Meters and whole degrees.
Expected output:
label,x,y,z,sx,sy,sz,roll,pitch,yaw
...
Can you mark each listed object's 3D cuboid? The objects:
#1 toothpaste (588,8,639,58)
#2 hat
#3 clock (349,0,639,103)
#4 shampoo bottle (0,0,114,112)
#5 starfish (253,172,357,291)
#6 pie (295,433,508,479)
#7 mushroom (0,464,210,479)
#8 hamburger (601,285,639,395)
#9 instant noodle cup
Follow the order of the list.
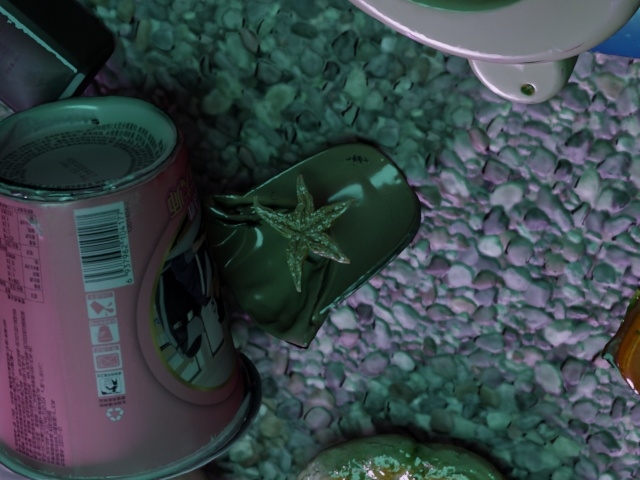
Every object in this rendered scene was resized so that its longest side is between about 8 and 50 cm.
label,x,y,z,sx,sy,sz,roll,pitch,yaw
toothpaste,0.235,-0.177,1.424,0.320,0.066,0.076,9,116,13
hat,0.000,0.000,1.585,0.175,0.085,0.147,-30,85,4
clock,0.099,-0.254,1.310,0.309,0.114,0.284,37,132,-10
shampoo bottle,-0.287,-0.201,1.569,0.246,0.079,0.080,40,118,-3
starfish,-0.015,-0.006,1.536,0.092,0.016,0.086,26,89,1
pie,0.078,0.270,1.685,0.240,0.054,0.240,7,117,13
mushroom,-0.233,0.205,1.710,0.397,0.126,0.177,16,107,5
hamburger,0.315,0.080,1.503,0.166,0.087,0.137,31,118,0
instant noodle cup,-0.174,0.031,1.539,0.244,0.244,0.255,5,122,16
